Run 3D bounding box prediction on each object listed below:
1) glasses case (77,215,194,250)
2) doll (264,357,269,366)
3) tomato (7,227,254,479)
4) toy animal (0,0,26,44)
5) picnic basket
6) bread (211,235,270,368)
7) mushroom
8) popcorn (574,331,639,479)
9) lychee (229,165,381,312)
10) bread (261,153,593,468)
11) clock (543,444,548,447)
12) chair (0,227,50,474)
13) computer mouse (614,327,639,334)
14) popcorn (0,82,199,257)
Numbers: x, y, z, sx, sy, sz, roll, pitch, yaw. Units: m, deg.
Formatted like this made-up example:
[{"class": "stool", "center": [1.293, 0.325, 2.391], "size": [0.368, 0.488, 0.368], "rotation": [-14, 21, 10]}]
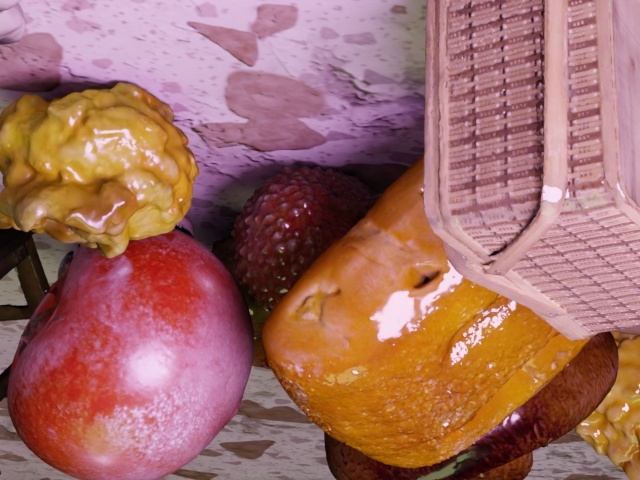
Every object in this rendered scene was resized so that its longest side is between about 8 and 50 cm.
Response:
[{"class": "glasses case", "center": [-0.214, 0.032, 2.006], "size": [0.122, 0.075, 0.314], "rotation": [11, 156, -7]}, {"class": "doll", "center": [0.007, 0.114, 1.858], "size": [0.109, 0.057, 0.169], "rotation": [-5, 177, -11]}, {"class": "tomato", "center": [-0.183, 0.117, 1.796], "size": [0.227, 0.270, 0.270], "rotation": [28, 154, -10]}, {"class": "toy animal", "center": [-0.402, -0.151, 1.442], "size": [0.308, 0.188, 0.266], "rotation": [20, 146, -27]}, {"class": "picnic basket", "center": [0.207, -0.072, 1.443], "size": [0.175, 0.228, 0.313], "rotation": [-11, 155, 29]}, {"class": "bread", "center": [-0.036, 0.061, 1.987], "size": [0.230, 0.123, 0.230], "rotation": [6, 156, 3]}, {"class": "mushroom", "center": [0.160, 0.177, 2.035], "size": [0.239, 0.345, 0.345], "rotation": [40, 159, 6]}, {"class": "popcorn", "center": [0.407, 0.195, 2.125], "size": [0.226, 0.203, 0.200], "rotation": [14, 158, -9]}, {"class": "lychee", "center": [0.000, 0.000, 1.770], "size": [0.165, 0.165, 0.197], "rotation": [15, 136, -26]}, {"class": "bread", "center": [0.127, 0.076, 1.707], "size": [0.148, 0.328, 0.337], "rotation": [44, 176, 35]}, {"class": "clock", "center": [0.228, 0.238, 2.468], "size": [0.170, 0.069, 0.232], "rotation": [-8, 156, 29]}, {"class": "chair", "center": [-0.435, 0.029, 1.938], "size": [0.203, 0.416, 0.240], "rotation": [-4, -158, 23]}, {"class": "computer mouse", "center": [0.350, 0.049, 1.932], "size": [0.145, 0.082, 0.236], "rotation": [-2, 159, 19]}, {"class": "popcorn", "center": [-0.210, -0.059, 1.669], "size": [0.198, 0.155, 0.197], "rotation": [-3, 171, 0]}]
